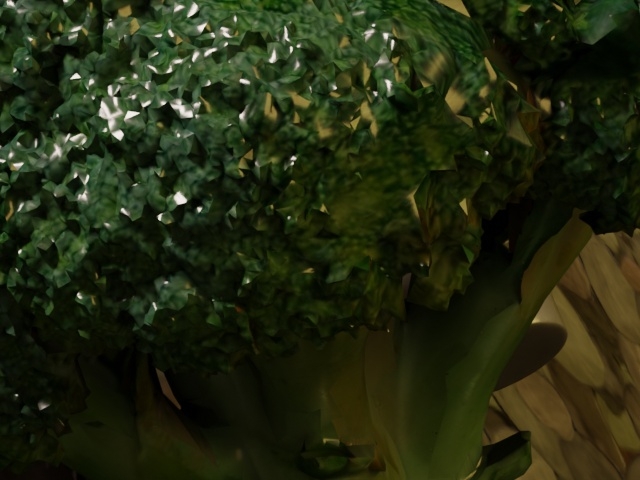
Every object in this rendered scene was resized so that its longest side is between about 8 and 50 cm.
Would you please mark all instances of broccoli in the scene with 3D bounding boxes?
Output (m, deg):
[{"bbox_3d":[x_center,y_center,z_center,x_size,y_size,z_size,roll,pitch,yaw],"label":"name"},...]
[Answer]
[{"bbox_3d":[0.000,0.000,0.480,0.269,0.269,0.254,51,29,-10],"label":"broccoli"}]

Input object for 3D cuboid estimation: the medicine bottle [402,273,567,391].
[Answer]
[{"bbox_3d":[0.047,-0.008,0.730,0.079,0.079,0.140,20,42,-54],"label":"medicine bottle"}]
